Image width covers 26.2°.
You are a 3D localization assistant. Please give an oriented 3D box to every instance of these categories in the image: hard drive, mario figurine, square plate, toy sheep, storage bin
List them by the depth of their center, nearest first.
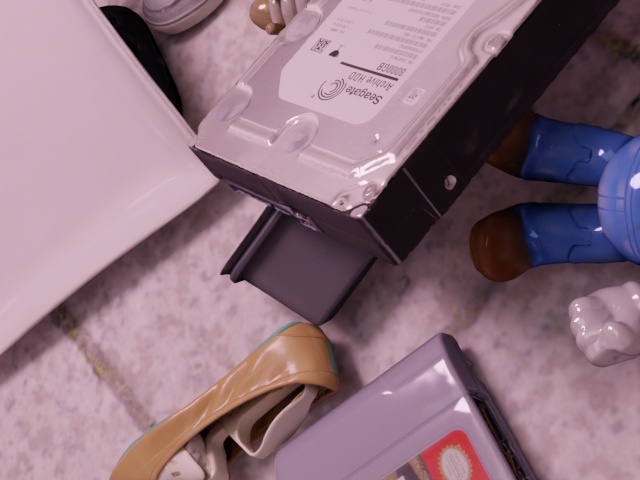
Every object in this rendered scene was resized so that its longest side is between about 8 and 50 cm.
[{"bbox_3d":[0.233,-0.032,0.895,0.321,0.198,0.170,3,40,40],"label":"mario figurine"},{"bbox_3d":[0.078,-0.154,1.012,0.339,0.064,0.237,-50,37,-10],"label":"hard drive"},{"bbox_3d":[0.000,0.000,1.106,0.091,0.098,0.135,38,99,7],"label":"storage bin"},{"bbox_3d":[0.002,-0.201,1.158,0.132,0.091,0.091,-3,74,21],"label":"toy sheep"},{"bbox_3d":[-0.307,-0.099,1.261,0.347,0.049,0.344,-37,89,20],"label":"square plate"}]

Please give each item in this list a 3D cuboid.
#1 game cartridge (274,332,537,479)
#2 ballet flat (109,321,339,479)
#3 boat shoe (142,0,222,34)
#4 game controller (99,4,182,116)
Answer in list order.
[{"bbox_3d":[0.082,0.238,0.999,0.196,0.060,0.294,-41,58,22],"label":"game cartridge"},{"bbox_3d":[-0.079,0.157,1.107,0.232,0.080,0.073,-42,51,17],"label":"ballet flat"},{"bbox_3d":[-0.100,-0.292,1.253,0.227,0.081,0.079,-49,56,11],"label":"boat shoe"},{"bbox_3d":[-0.273,-0.085,1.329,0.319,0.067,0.166,-35,74,21],"label":"game controller"}]
